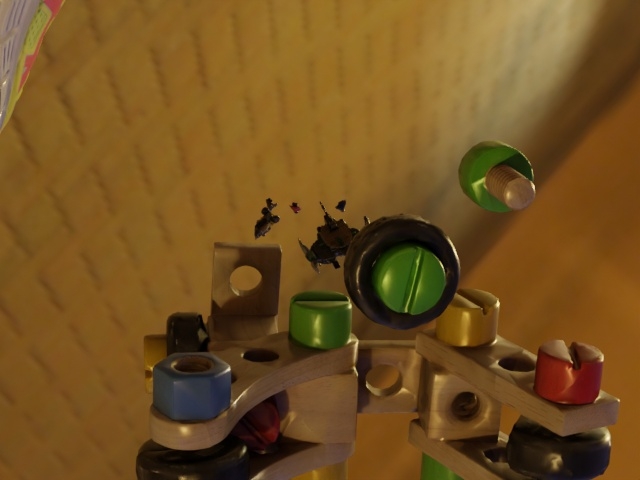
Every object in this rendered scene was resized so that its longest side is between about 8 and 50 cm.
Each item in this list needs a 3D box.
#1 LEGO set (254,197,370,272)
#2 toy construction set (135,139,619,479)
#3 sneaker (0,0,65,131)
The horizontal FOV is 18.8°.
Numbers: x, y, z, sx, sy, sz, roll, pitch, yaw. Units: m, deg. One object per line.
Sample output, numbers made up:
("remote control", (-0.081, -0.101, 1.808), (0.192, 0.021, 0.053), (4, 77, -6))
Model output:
("LEGO set", (0.000, -0.002, 1.211), (0.054, 0.083, 0.023), (-49, 152, -27))
("toy construction set", (0.030, 0.117, 1.094), (0.257, 0.309, 0.237), (-26, -162, -4))
("sneaker", (-0.128, -0.101, 0.753), (0.208, 0.081, 0.094), (-51, -179, 41))
